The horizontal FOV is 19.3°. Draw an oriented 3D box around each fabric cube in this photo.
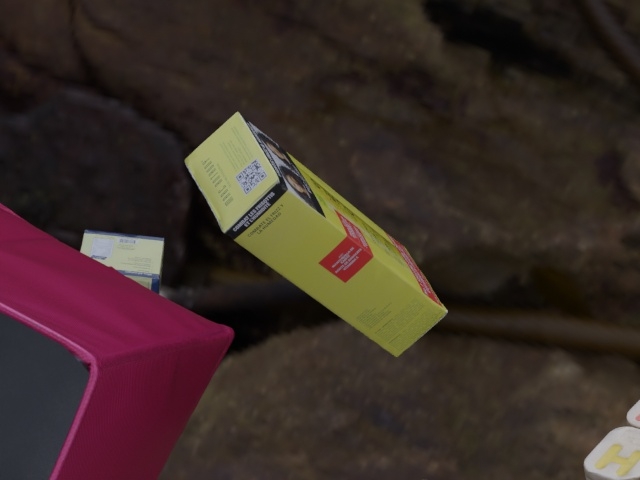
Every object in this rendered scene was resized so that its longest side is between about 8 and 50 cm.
[{"bbox_3d":[-0.235,0.109,1.019,0.259,0.254,0.258,27,6,10],"label":"fabric cube"}]

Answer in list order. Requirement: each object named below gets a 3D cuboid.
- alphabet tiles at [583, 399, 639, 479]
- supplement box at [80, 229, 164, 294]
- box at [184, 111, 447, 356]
[{"bbox_3d":[0.369,0.192,1.566,0.284,0.021,0.278,15,42,40],"label":"alphabet tiles"},{"bbox_3d":[-0.201,0.037,1.877,0.083,0.056,0.083,6,29,-3],"label":"supplement box"},{"bbox_3d":[0.000,0.000,1.395,0.232,0.058,0.087,39,15,-45],"label":"box"}]
